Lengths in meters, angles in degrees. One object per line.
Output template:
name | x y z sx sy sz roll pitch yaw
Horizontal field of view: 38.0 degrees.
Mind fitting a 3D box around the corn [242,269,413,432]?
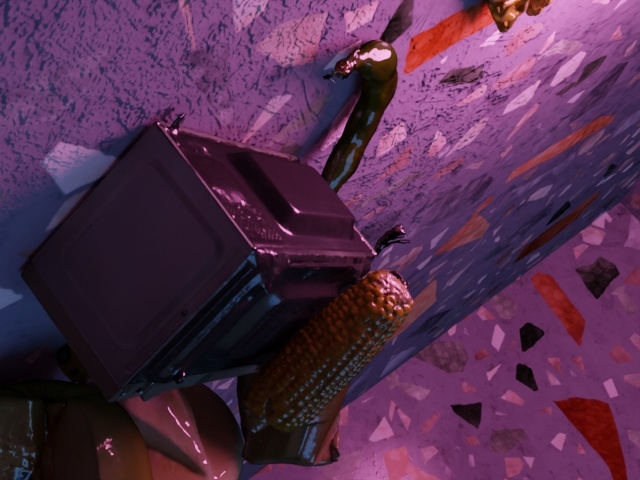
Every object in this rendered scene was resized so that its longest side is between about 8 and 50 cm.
corn | 0.006 0.143 1.149 0.262 0.097 0.097 -44 162 5

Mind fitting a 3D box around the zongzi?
zongzi | -0.025 0.094 1.519 0.182 0.418 0.446 12 115 -16

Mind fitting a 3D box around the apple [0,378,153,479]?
apple | -0.360 0.318 1.246 0.233 0.295 0.257 -21 121 -79

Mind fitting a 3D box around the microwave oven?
microwave oven | -0.122 0.037 1.139 0.286 0.218 0.355 -44 162 16

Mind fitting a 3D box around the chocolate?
chocolate | -0.261 0.373 1.506 0.297 0.326 0.314 -51 -160 39

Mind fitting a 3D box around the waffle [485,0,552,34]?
waffle | 0.319 -0.393 1.250 0.250 0.056 0.261 -44 160 11

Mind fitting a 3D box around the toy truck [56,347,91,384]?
toy truck | -0.325 0.161 1.301 0.083 0.054 0.049 -42 163 10

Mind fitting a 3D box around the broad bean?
broad bean | 0.047 -0.171 1.233 0.144 0.049 0.292 -43 161 -24
